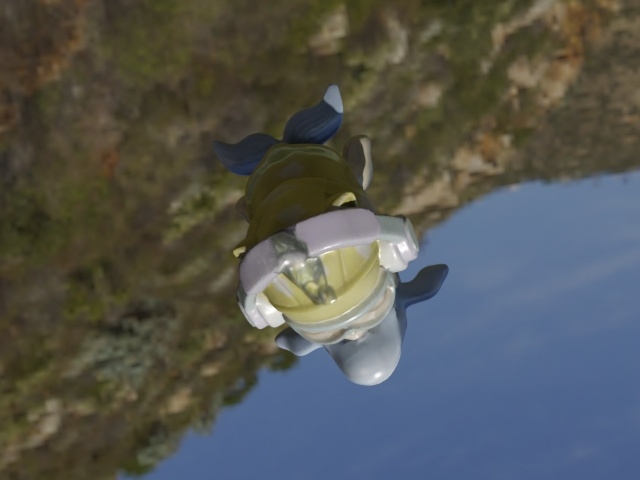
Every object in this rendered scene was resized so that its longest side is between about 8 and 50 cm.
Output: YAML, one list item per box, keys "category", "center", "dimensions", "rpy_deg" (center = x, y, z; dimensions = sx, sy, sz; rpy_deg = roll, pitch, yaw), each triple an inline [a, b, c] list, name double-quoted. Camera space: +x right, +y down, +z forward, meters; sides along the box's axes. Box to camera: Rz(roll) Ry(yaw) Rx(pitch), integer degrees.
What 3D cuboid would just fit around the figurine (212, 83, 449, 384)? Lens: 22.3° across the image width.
- category: "figurine"
  center: [0.000, 0.000, 1.052]
  dimensions: [0.128, 0.208, 0.184]
  rpy_deg: [-26, 159, 7]
